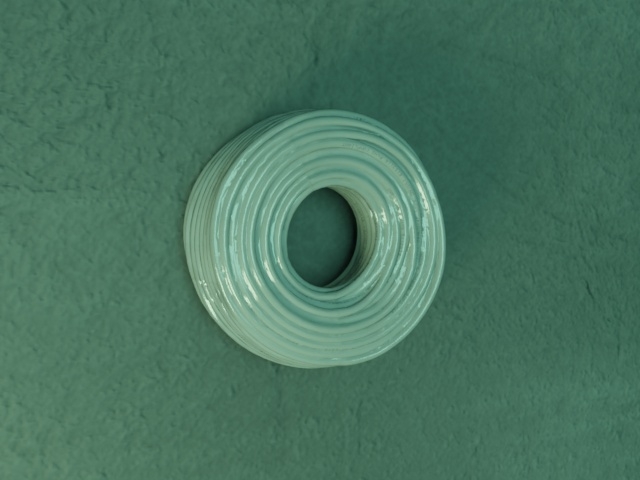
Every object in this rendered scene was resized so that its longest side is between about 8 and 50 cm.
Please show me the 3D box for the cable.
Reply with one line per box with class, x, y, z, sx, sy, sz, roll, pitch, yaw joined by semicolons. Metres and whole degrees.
cable;0.000;0.000;0.751;0.257;0.089;0.257;-17;100;-23
